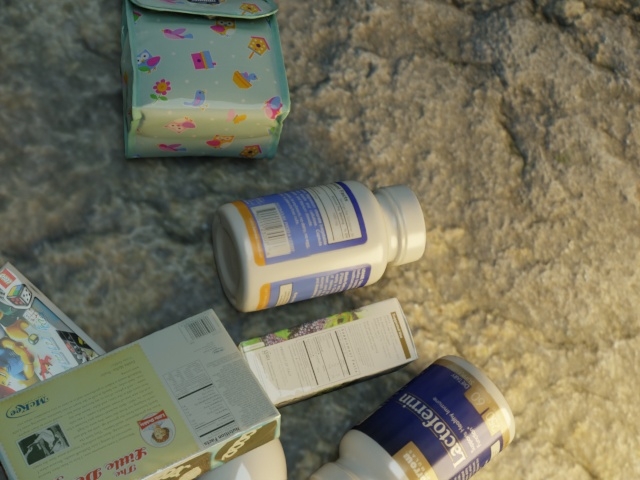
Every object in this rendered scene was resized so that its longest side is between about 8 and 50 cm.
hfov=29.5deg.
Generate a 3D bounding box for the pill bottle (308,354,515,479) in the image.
[{"bbox_3d":[0.121,0.286,1.633,0.264,0.153,0.153,-36,87,-22],"label":"pill bottle"}]

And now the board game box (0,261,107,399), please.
[{"bbox_3d":[-0.361,0.200,1.568,0.305,0.053,0.193,43,69,-2],"label":"board game box"}]

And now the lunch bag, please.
[{"bbox_3d":[-0.168,-0.255,1.701,0.223,0.160,0.262,0,64,-13],"label":"lunch bag"}]

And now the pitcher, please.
[{"bbox_3d":[-0.094,0.339,1.576,0.125,0.178,0.207,-16,58,8],"label":"pitcher"}]

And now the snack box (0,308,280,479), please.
[{"bbox_3d":[-0.233,0.225,1.500,0.322,0.060,0.187,-23,56,-21],"label":"snack box"}]

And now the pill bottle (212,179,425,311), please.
[{"bbox_3d":[0.000,0.000,1.679,0.272,0.152,0.152,-11,78,-20],"label":"pill bottle"}]

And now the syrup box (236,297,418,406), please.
[{"bbox_3d":[0.003,0.160,1.665,0.236,0.093,0.096,-16,79,-20],"label":"syrup box"}]
